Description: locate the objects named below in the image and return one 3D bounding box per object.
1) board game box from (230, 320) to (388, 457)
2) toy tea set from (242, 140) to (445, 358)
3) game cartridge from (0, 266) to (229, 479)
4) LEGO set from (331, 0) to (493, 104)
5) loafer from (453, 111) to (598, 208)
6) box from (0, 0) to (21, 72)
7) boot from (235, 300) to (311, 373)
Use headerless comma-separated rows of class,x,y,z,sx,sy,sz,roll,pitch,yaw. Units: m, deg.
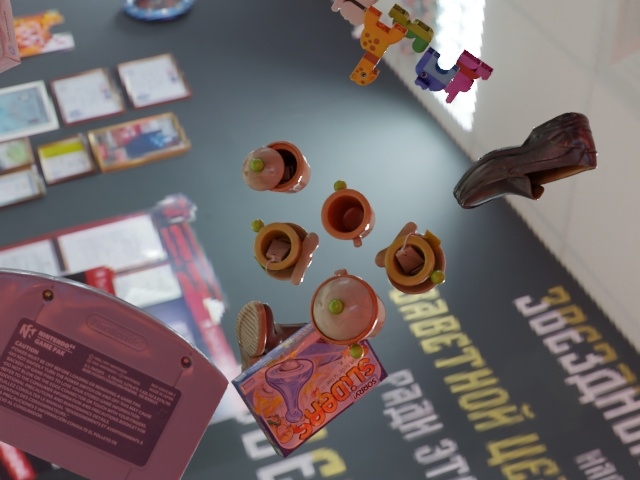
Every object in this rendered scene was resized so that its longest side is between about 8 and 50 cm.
board game box,-0.013,0.201,1.584,0.136,0.201,0.035,60,-19,-18
toy tea set,0.000,0.000,1.499,0.336,0.200,0.124,38,5,21
game cartridge,-0.262,0.157,1.221,0.196,0.294,0.060,-61,-162,0
LEGO set,0.095,-0.233,1.383,0.093,0.227,0.087,-54,-177,34
loafer,0.213,-0.070,1.146,0.170,0.062,0.061,-33,-118,36
box,-0.483,-0.300,1.464,0.038,0.145,0.186,16,58,-64
boot,-0.059,0.179,2.141,0.090,0.207,0.248,50,-31,35
